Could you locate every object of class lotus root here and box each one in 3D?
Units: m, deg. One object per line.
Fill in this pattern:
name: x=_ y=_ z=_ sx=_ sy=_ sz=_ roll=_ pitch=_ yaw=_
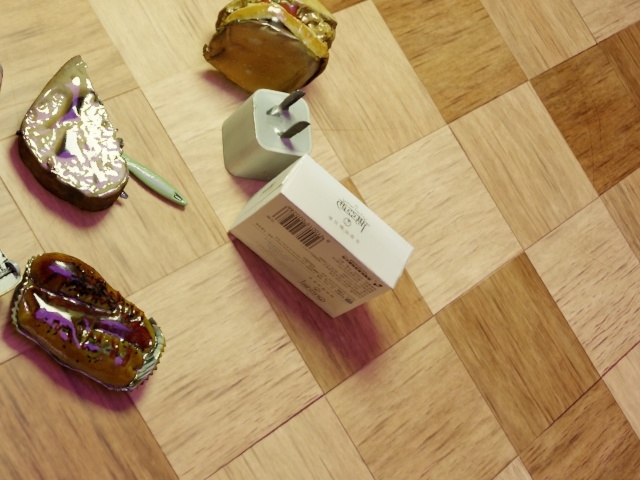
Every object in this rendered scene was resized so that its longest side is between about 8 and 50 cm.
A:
lotus root: x=-0.427 y=-0.172 z=1.753 sx=0.170 sy=0.074 sz=0.261 roll=-27 pitch=87 yaw=-26

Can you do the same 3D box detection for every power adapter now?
power adapter: x=-0.083 y=-0.208 z=1.923 sx=0.125 sy=0.205 sz=0.130 roll=8 pitch=68 yaw=-31

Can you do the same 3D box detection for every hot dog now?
hot dog: x=-0.375 y=0.131 z=1.662 sx=0.270 sy=0.082 sz=0.163 roll=38 pitch=56 yaw=-16

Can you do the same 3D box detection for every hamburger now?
hamburger: x=-0.094 y=-0.389 z=1.985 sx=0.244 sy=0.244 sz=0.163 roll=26 pitch=58 yaw=-22

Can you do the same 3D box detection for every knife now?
knife: x=-0.359 y=-0.144 z=1.829 sx=0.293 sy=0.020 sz=0.043 roll=37 pitch=56 yaw=-14

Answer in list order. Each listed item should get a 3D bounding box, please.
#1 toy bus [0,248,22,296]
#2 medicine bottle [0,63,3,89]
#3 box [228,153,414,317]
toy bus: x=-0.543 y=0.023 z=1.600 sx=0.162 sy=0.074 sz=0.069 roll=52 pitch=44 yaw=-1
medicine bottle: x=-0.585 y=-0.253 z=1.648 sx=0.147 sy=0.147 sz=0.247 roll=15 pitch=62 yaw=-28
box: x=0.001 y=-0.002 z=1.891 sx=0.274 sy=0.203 sz=0.116 roll=40 pitch=54 yaw=-13
